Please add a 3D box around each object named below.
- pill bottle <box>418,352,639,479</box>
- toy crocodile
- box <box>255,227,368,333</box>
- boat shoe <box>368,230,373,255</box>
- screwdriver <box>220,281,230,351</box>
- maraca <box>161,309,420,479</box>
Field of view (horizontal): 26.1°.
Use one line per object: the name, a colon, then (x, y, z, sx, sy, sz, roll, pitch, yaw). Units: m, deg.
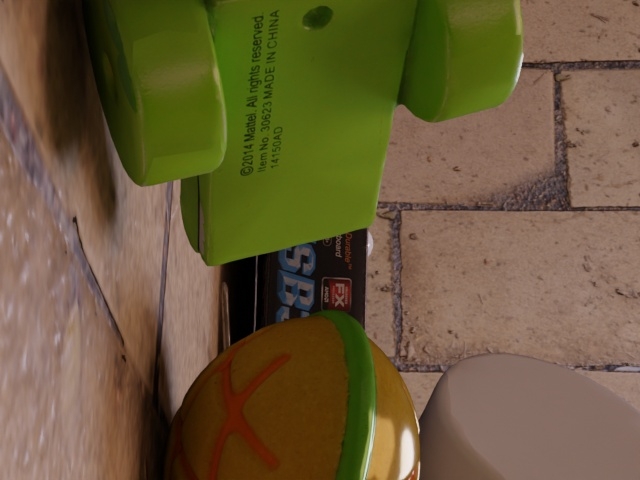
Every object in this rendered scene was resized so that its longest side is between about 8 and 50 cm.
pill bottle: (0.091, 0.268, 0.940, 0.204, 0.204, 0.361, -87, -164, -61)
toy crocodile: (-0.013, -0.107, 0.352, 0.340, 0.115, 0.105, 89, -19, -56)
box: (-0.011, 0.045, 0.967, 0.293, 0.073, 0.295, 107, -15, -71)
boat shoe: (0.000, 0.000, 1.256, 0.098, 0.096, 0.277, 90, 2, -45)
screwdriver: (-0.056, 0.109, 0.808, 0.024, 0.025, 0.169, 73, 9, -83)
maraca: (-0.021, 0.101, 0.580, 0.185, 0.099, 0.127, 134, -30, -53)
